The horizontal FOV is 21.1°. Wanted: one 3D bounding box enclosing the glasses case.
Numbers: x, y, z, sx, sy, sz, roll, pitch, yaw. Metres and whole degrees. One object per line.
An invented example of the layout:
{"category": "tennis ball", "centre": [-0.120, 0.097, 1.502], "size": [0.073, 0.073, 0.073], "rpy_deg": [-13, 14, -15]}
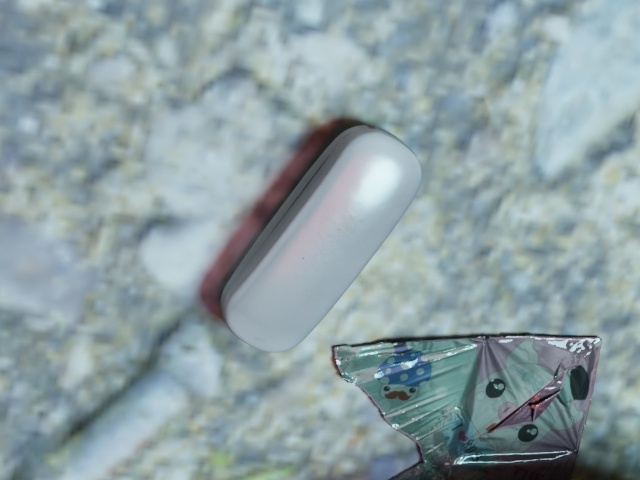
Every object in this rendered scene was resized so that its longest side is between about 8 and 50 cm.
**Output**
{"category": "glasses case", "centre": [0.000, 0.000, 0.554], "size": [0.032, 0.021, 0.083], "rpy_deg": [31, 103, -23]}

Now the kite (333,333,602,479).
{"category": "kite", "centre": [0.042, 0.085, 0.615], "size": [0.152, 0.005, 0.137], "rpy_deg": [-39, 117, 5]}
